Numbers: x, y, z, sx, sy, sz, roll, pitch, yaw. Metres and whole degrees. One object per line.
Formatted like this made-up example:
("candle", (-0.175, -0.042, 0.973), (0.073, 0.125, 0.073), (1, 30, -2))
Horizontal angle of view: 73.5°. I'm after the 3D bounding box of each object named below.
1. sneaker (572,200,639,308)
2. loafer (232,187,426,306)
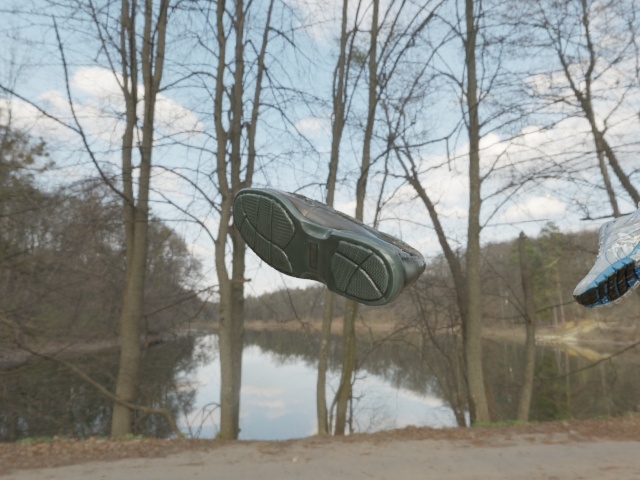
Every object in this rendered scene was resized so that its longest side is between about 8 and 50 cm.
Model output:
("sneaker", (0.415, 0.016, 0.598), (0.071, 0.191, 0.083), (52, -4, -37))
("loafer", (0.000, 0.000, 0.522), (0.268, 0.096, 0.084), (26, 27, 37))
